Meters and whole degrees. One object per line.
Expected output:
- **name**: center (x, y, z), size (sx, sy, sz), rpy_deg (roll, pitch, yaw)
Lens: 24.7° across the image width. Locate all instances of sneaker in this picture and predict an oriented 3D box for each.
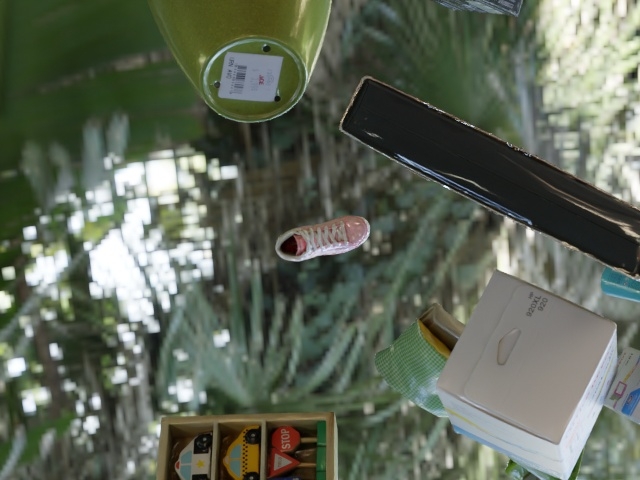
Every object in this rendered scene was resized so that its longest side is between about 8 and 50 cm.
- **sneaker**: center (0.000, 0.000, 2.032), size (0.134, 0.051, 0.070), rpy_deg (-11, -175, 13)

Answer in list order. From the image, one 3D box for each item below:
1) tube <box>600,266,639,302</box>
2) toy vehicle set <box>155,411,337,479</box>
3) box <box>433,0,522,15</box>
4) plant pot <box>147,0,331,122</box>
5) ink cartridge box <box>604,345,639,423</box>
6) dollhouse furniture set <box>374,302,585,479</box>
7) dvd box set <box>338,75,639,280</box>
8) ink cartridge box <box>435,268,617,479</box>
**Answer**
- **tube**: center (0.539, 0.078, 2.304), size (0.207, 0.052, 0.080), rpy_deg (13, -125, 48)
- **toy vehicle set**: center (-0.068, 0.278, 1.309), size (0.166, 0.035, 0.266), rpy_deg (-3, -128, 4)
- **box**: center (0.180, -0.384, 2.063), size (0.180, 0.077, 0.147), rpy_deg (16, -178, -35)
- **plant pot**: center (-0.101, -0.296, 1.916), size (0.275, 0.274, 0.293), rpy_deg (-6, -136, -3)
- **ink cartridge box**: center (0.431, 0.198, 1.963), size (0.052, 0.088, 0.122), rpy_deg (29, 178, -9)
- **dollhouse furniture set**: center (0.221, 0.259, 2.163), size (0.302, 0.197, 0.151), rpy_deg (34, -133, -5)
- **dvd box set**: center (0.207, -0.048, 1.472), size (0.308, 0.062, 0.420), rpy_deg (27, -175, 13)
- **ink cartridge box**: center (0.264, 0.174, 1.835), size (0.168, 0.171, 0.232), rpy_deg (24, 167, 19)
